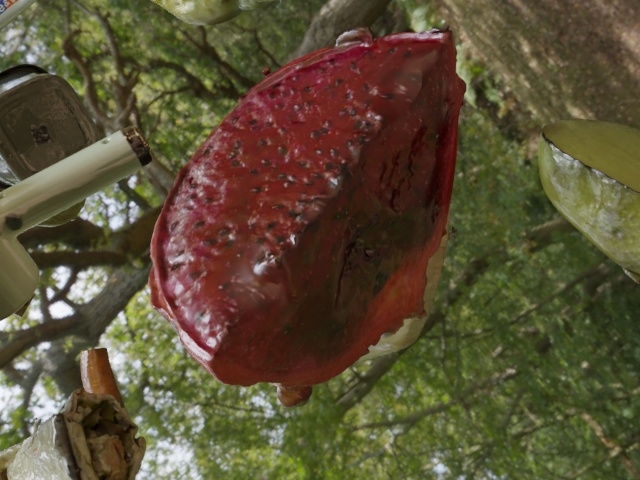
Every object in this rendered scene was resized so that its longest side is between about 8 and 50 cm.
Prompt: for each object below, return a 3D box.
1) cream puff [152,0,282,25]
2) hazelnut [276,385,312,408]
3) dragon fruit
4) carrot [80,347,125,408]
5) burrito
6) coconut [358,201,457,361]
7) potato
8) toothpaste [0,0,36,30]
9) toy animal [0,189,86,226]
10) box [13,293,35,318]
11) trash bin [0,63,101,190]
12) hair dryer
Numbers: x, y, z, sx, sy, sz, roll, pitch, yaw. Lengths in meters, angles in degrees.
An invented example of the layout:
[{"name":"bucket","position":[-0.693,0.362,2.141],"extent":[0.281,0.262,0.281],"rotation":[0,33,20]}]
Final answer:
[{"name":"cream puff","position":[-0.106,-0.401,0.670],"extent":[0.257,0.324,0.291],"rotation":[29,-116,-47]},{"name":"hazelnut","position":[-0.060,0.329,1.465],"extent":[0.086,0.086,0.086],"rotation":[41,-163,-16]},{"name":"dragon fruit","position":[0.000,0.000,0.483],"extent":[0.134,0.262,0.211],"rotation":[19,153,42]},{"name":"carrot","position":[-0.521,0.352,1.573],"extent":[0.087,0.087,0.193],"rotation":[-4,-109,-69]},{"name":"burrito","position":[-0.401,0.368,0.994],"extent":[0.135,0.332,0.190],"rotation":[-5,-118,-57]},{"name":"coconut","position":[-0.006,0.013,1.096],"extent":[0.404,0.404,0.404],"rotation":[41,-163,-16]},{"name":"potato","position":[0.339,-0.020,0.670],"extent":[0.272,0.111,0.160],"rotation":[36,-141,29]},{"name":"toothpaste","position":[-0.502,-0.340,1.019],"extent":[0.052,0.218,0.033],"rotation":[54,-168,-4]},{"name":"toy animal","position":[-0.725,-0.187,1.579],"extent":[0.363,0.181,0.180],"rotation":[41,170,-2]},{"name":"box","position":[-0.582,0.102,1.234],"extent":[0.083,0.024,0.053],"rotation":[36,-124,-27]},{"name":"trash bin","position":[-0.539,-0.204,1.234],"extent":[0.250,0.220,0.219],"rotation":[17,140,54]},{"name":"hair dryer","position":[-0.368,-0.054,0.877],"extent":[0.128,0.362,0.203],"rotation":[44,160,46]}]
